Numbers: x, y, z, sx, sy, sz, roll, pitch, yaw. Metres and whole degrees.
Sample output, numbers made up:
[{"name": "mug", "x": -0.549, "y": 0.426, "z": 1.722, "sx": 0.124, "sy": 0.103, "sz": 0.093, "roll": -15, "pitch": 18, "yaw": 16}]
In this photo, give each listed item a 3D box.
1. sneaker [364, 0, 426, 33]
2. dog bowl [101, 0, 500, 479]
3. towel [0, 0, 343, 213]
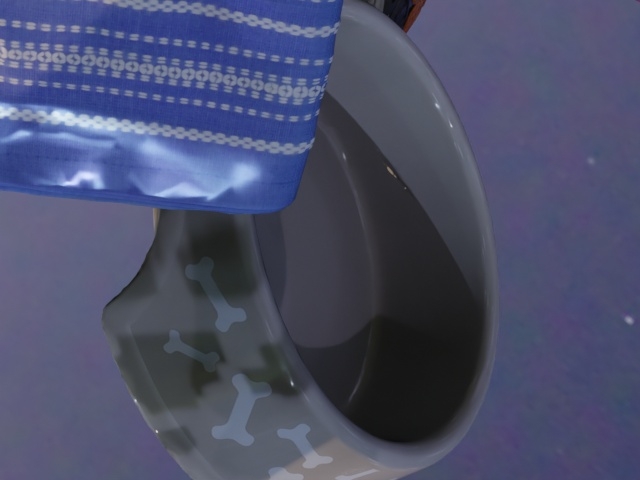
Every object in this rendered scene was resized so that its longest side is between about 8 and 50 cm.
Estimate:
[{"name": "sneaker", "x": 0.006, "y": -0.171, "z": 1.313, "sx": 0.099, "sy": 0.121, "sz": 0.262, "roll": -56, "pitch": 175, "yaw": -26}, {"name": "dog bowl", "x": 0.000, "y": 0.000, "z": 1.118, "sx": 0.102, "sy": 0.349, "sz": 0.348, "roll": -13, "pitch": -129, "yaw": 33}, {"name": "towel", "x": -0.103, "y": -0.134, "z": 0.724, "sx": 0.336, "sy": 0.243, "sz": 0.040, "roll": 104, "pitch": -11, "yaw": -48}]
